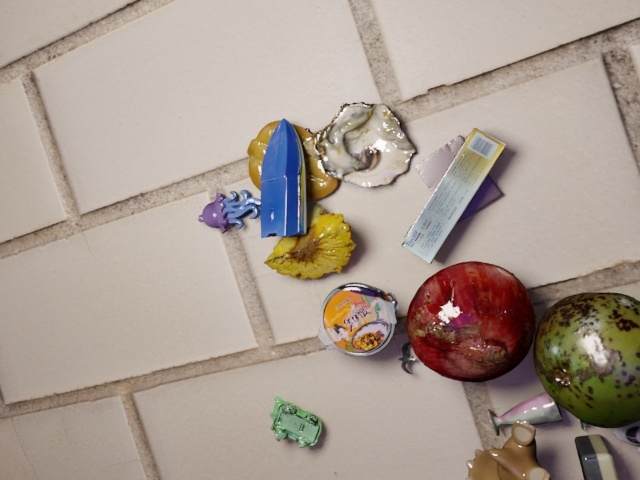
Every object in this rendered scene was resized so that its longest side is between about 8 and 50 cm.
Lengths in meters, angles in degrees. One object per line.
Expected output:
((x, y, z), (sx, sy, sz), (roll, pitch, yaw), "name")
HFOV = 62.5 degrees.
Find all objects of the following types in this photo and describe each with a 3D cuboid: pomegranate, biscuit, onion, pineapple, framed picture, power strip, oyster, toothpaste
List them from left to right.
((-0.072, -0.191, 1.338), (0.260, 0.041, 0.202), (27, 103, 14), "biscuit")
((-0.005, 0.003, 1.321), (0.250, 0.164, 0.140), (-30, 126, 22), "pineapple")
((0.100, -0.220, 1.254), (0.214, 0.083, 0.223), (-40, 104, 11), "oyster")
((0.298, -0.097, 1.197), (0.089, 0.071, 0.312), (32, 103, 9), "toothpaste")
((0.320, -0.141, 1.235), (0.128, 0.023, 0.168), (-35, 85, 17), "framed picture")
((0.325, 0.181, 1.149), (0.277, 0.276, 0.275), (2, 97, 17), "onion")
((0.636, 0.574, 1.176), (0.070, 0.105, 0.256), (-13, 93, 18), "power strip")
((0.619, 0.216, 1.083), (0.341, 0.285, 0.284), (-22, 89, -15), "pomegranate")

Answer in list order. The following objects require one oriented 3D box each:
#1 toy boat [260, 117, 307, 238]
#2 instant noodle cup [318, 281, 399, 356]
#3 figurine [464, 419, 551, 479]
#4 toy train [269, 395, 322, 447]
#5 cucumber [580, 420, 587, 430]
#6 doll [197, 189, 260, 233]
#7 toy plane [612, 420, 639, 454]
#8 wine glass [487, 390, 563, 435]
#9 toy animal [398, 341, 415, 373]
((-0.086, -0.152, 1.280), (0.129, 0.088, 0.294), (-5, 83, 43), "toy boat")
((0.101, 0.178, 1.282), (0.208, 0.125, 0.177), (-18, 92, 17), "instant noodle cup")
((0.413, 0.537, 1.189), (0.173, 0.247, 0.177), (-13, 51, 11), "figurine")
((-0.068, 0.479, 1.396), (0.149, 0.081, 0.099), (18, 101, 8), "toy train")
((0.615, 0.360, 1.194), (0.037, 0.037, 0.154), (18, 100, 14), "cucumber")
((-0.230, -0.079, 1.387), (0.206, 0.067, 0.109), (-12, 80, 14), "doll")
((0.730, 0.405, 1.143), (0.174, 0.080, 0.173), (2, 98, 19), "toy plane")
((0.473, 0.403, 1.222), (0.155, 0.073, 0.073), (-23, 89, 17), "wine glass")
((0.214, 0.294, 1.311), (0.028, 0.050, 0.084), (14, 61, -15), "toy animal")
